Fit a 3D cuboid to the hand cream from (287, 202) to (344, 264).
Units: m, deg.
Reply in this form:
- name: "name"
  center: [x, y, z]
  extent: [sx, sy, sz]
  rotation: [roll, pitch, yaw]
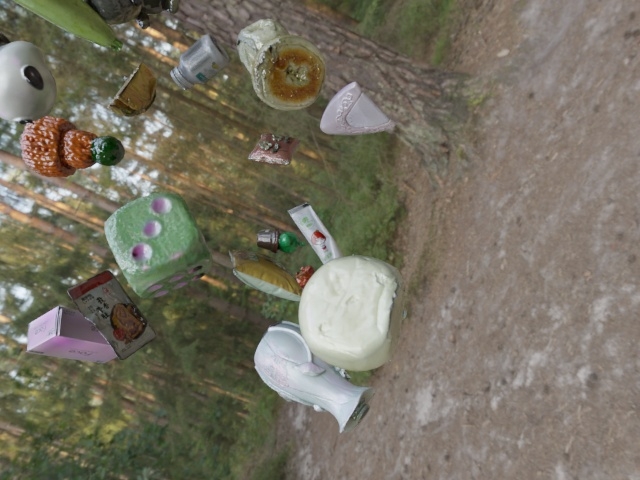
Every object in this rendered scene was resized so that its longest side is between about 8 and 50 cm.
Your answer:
- name: "hand cream"
  center: [0.000, 0.000, 1.864]
  extent: [0.121, 0.336, 0.076]
  rotation: [-25, 14, 41]

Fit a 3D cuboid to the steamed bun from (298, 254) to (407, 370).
- name: "steamed bun"
  center: [0.099, 0.223, 1.409]
  extent: [0.334, 0.312, 0.233]
  rotation: [-67, -26, -21]

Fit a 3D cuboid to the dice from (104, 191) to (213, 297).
- name: "dice"
  center: [-0.628, 0.025, 1.834]
  extent: [0.330, 0.322, 0.318]
  rotation: [61, 164, 15]

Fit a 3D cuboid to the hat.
- name: "hat"
  center: [-1.050, -0.418, 2.018]
  extent: [0.285, 0.400, 0.285]
  rotation: [174, 90, -86]

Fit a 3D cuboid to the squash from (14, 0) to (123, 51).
- name: "squash"
  center: [-0.746, -0.675, 1.332]
  extent: [0.118, 0.370, 0.118]
  rotation: [-27, 50, 38]

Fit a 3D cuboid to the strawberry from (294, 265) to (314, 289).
- name: "strawberry"
  center: [-0.071, 0.172, 2.147]
  extent: [0.121, 0.082, 0.188]
  rotation: [-38, 4, -2]

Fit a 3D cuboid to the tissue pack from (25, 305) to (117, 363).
- name: "tissue pack"
  center: [-0.694, 0.281, 1.360]
  extent: [0.148, 0.246, 0.092]
  rotation: [-27, 57, 24]

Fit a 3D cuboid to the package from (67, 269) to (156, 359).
- name: "package"
  center: [-0.561, 0.201, 1.259]
  extent: [0.030, 0.239, 0.154]
  rotation: [-38, 1, 23]

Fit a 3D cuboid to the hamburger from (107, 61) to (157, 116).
- name: "hamburger"
  center: [-0.693, -0.555, 1.752]
  extent: [0.124, 0.131, 0.262]
  rotation: [-24, 40, 35]

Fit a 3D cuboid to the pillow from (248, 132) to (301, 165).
- name: "pillow"
  center: [-0.173, -0.360, 1.797]
  extent: [0.179, 0.171, 0.075]
  rotation: [-70, -12, -45]

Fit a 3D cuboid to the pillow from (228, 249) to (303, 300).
- name: "pillow"
  center: [-0.218, 0.132, 1.845]
  extent: [0.119, 0.312, 0.310]
  rotation: [-63, 19, 7]

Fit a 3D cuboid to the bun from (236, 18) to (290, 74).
- name: "bun"
  center: [-0.207, -0.818, 2.077]
  extent: [0.211, 0.360, 0.359]
  rotation: [-42, 9, -11]

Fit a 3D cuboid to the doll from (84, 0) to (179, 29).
- name: "doll"
  center: [-0.749, -0.902, 1.687]
  extent: [0.378, 0.382, 0.252]
  rotation: [17, 118, 39]

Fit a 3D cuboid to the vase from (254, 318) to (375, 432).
- name: "vase"
  center: [-0.024, 0.491, 1.669]
  extent: [0.250, 0.445, 0.250]
  rotation: [-41, -32, -33]

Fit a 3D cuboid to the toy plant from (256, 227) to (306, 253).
- name: "toy plant"
  center: [-0.157, 0.001, 1.892]
  extent: [0.143, 0.200, 0.105]
  rotation: [103, 170, -78]

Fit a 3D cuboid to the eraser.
- name: "eraser"
  center: [0.091, -0.391, 1.506]
  extent: [0.243, 0.204, 0.059]
  rotation: [-14, 52, 46]

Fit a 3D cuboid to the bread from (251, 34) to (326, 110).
- name: "bread"
  center: [-0.129, -0.661, 1.830]
  extent: [0.306, 0.305, 0.159]
  rotation: [-62, 35, 22]

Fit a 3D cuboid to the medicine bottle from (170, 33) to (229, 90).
- name: "medicine bottle"
  center: [-0.473, -0.683, 1.807]
  extent: [0.215, 0.135, 0.135]
  rotation: [-33, 23, 16]

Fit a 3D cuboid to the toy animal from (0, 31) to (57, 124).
- name: "toy animal"
  center: [-0.959, -0.492, 1.399]
  extent: [0.251, 0.310, 0.251]
  rotation: [-59, -4, -7]
